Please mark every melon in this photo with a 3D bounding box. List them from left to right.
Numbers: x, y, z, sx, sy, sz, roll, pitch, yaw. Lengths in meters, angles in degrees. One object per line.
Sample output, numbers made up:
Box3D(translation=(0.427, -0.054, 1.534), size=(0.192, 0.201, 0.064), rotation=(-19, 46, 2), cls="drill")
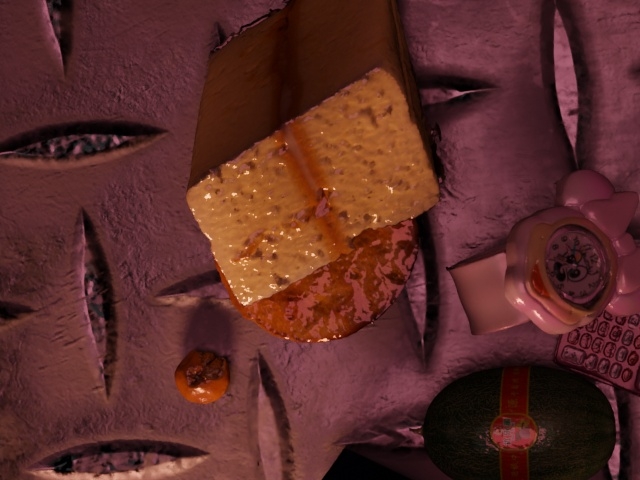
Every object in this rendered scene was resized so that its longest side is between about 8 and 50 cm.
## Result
Box3D(translation=(0.267, 0.266, 1.732), size=(0.287, 0.182, 0.182), rotation=(-6, 93, 13), cls="melon")

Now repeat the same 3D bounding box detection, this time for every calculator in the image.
Box3D(translation=(0.439, 0.151, 1.769), size=(0.190, 0.034, 0.127), rotation=(21, 98, 14), cls="calculator")

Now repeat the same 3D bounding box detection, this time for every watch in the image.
Box3D(translation=(0.304, 0.032, 1.706), size=(0.248, 0.217, 0.211), rotation=(-21, 91, -28), cls="watch")

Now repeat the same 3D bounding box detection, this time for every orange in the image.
Box3D(translation=(-0.180, 0.208, 1.866), size=(0.086, 0.062, 0.086), rotation=(1, 96, 12), cls="orange")

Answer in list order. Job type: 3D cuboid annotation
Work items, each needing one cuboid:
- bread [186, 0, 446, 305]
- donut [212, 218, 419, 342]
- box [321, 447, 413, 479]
Box3D(translation=(-0.011, -0.176, 1.748), size=(0.345, 0.405, 0.242), rotation=(-22, 127, 13), cls="bread")
Box3D(translation=(0.000, 0.000, 1.798), size=(0.302, 0.110, 0.303), rotation=(1, 93, 12), cls="donut")
Box3D(translation=(0.119, 0.417, 1.726), size=(0.278, 0.261, 0.116), rotation=(25, 95, 8), cls="box")
